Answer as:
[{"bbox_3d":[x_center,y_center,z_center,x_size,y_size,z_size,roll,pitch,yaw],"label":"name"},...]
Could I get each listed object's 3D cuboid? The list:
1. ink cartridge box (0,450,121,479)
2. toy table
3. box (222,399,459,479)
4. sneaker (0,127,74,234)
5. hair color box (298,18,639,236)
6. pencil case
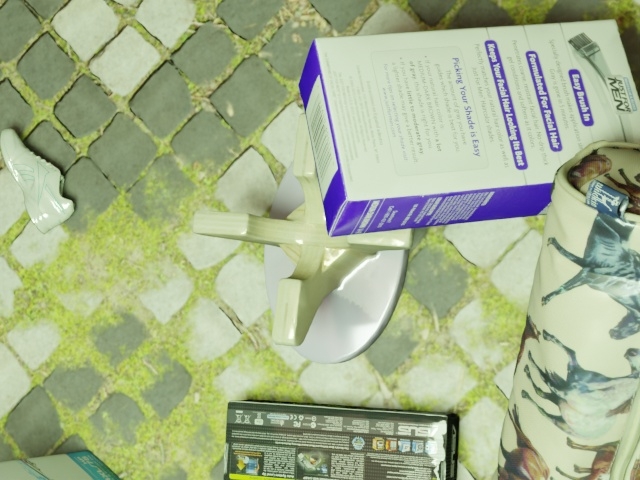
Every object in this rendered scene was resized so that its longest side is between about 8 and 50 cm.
[{"bbox_3d":[-0.326,0.384,1.364,0.197,0.270,0.198,40,97,19],"label":"ink cartridge box"},{"bbox_3d":[0.000,0.000,1.353,0.252,0.161,0.274,-8,81,18],"label":"toy table"},{"bbox_3d":[0.019,0.298,1.367,0.270,0.060,0.216,1,85,19],"label":"box"},{"bbox_3d":[-0.369,-0.084,1.551,0.061,0.054,0.152,-29,78,-2],"label":"sneaker"},{"bbox_3d":[0.161,-0.119,1.241,0.338,0.110,0.185,-6,70,-12],"label":"hair color box"},{"bbox_3d":[0.279,0.119,1.171,0.159,0.183,0.410,-1,115,-17],"label":"pencil case"}]
